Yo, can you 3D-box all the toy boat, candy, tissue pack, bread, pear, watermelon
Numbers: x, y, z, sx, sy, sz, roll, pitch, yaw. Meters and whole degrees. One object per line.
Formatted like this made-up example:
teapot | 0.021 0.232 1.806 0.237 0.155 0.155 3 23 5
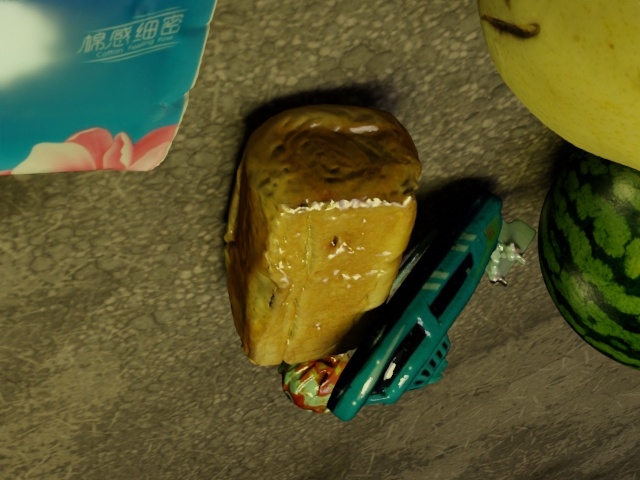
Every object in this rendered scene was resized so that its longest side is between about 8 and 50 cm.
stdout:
toy boat | 0.120 0.080 1.303 0.299 0.092 0.134 -52 171 -31
candy | 0.048 0.089 1.463 0.084 0.078 0.287 22 120 -26
tissue pack | -0.213 -0.143 0.818 0.270 0.137 0.209 -3 133 -32
bread | 0.000 0.000 1.210 0.167 0.132 0.294 -13 149 -17
pear | 0.278 -0.189 0.959 0.309 0.309 0.309 -18 149 -11
watermelon | 0.371 -0.002 1.321 0.285 0.285 0.285 -18 149 -11
